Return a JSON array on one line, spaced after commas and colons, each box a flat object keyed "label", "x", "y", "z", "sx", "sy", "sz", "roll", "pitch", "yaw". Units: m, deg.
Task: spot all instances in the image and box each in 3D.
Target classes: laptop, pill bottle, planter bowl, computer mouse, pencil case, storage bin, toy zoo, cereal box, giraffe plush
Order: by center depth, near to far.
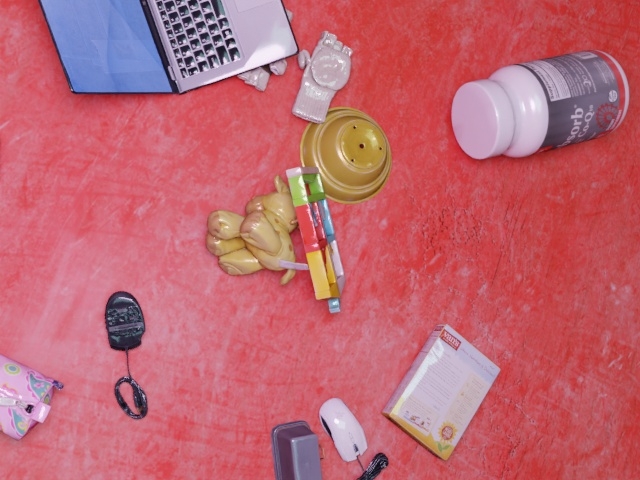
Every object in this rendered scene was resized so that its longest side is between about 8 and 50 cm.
[{"label": "pencil case", "x": -0.588, "y": 0.230, "z": 1.139, "sx": 0.284, "sy": 0.124, "sz": 0.124, "roll": 31, "pitch": 74, "yaw": -13}, {"label": "laptop", "x": -0.292, "y": -0.490, "z": 1.267, "sx": 0.408, "sy": 0.236, "sz": 0.381, "roll": -19, "pitch": 91, "yaw": -1}, {"label": "computer mouse", "x": -0.358, "y": 0.213, "z": 1.276, "sx": 0.071, "sy": 0.041, "sz": 0.241, "roll": -6, "pitch": 92, "yaw": -12}, {"label": "storage bin", "x": -0.034, "y": 0.428, "z": 1.335, "sx": 0.098, "sy": 0.091, "sz": 0.135, "roll": -5, "pitch": 86, "yaw": -21}, {"label": "giraffe plush", "x": -0.103, "y": -0.033, "z": 1.340, "sx": 0.210, "sy": 0.181, "sz": 0.170, "roll": 16, "pitch": 53, "yaw": 2}, {"label": "toy zoo", "x": 0.000, "y": 0.000, "z": 1.346, "sx": 0.030, "sy": 0.192, "sz": 0.293, "roll": -13, "pitch": 93, "yaw": 12}, {"label": "computer mouse", "x": 0.061, "y": 0.414, "z": 1.397, "sx": 0.106, "sy": 0.042, "sz": 0.193, "roll": -31, "pitch": 95, "yaw": -20}, {"label": "planter bowl", "x": 0.072, "y": -0.191, "z": 1.452, "sx": 0.217, "sy": 0.090, "sz": 0.217, "roll": 2, "pitch": 83, "yaw": -19}, {"label": "cereal box", "x": 0.264, "y": 0.325, "z": 1.480, "sx": 0.173, "sy": 0.047, "sz": 0.240, "roll": 41, "pitch": 71, "yaw": -11}, {"label": "pill bottle", "x": 0.496, "y": -0.305, "z": 1.559, "sx": 0.363, "sy": 0.210, "sz": 0.210, "roll": -16, "pitch": 89, "yaw": -21}]

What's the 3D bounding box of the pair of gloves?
[{"label": "pair of gloves", "x": -0.055, "y": -0.379, "z": 1.438, "sx": 0.240, "sy": 0.042, "sz": 0.204, "roll": 28, "pitch": 74, "yaw": -7}]
